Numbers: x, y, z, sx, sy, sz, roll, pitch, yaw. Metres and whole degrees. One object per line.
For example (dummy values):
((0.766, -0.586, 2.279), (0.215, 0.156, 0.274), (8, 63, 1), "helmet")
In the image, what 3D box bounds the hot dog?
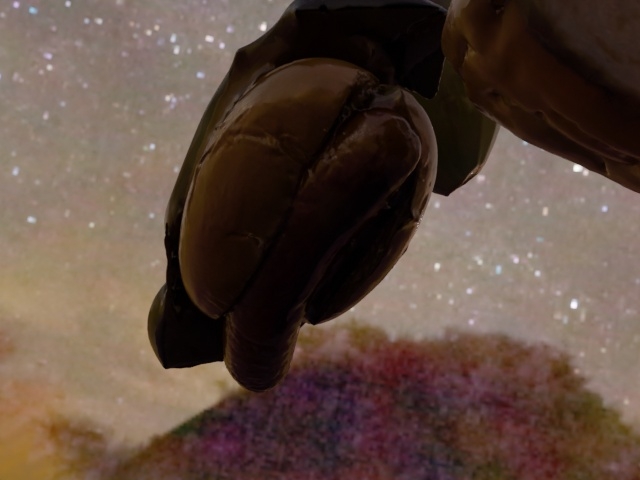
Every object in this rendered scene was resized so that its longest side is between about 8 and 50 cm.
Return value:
((-0.005, -0.002, 0.743), (0.194, 0.107, 0.326), (0, -52, -17), "hot dog")

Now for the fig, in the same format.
((0.112, -0.181, 1.319), (0.239, 0.271, 0.239), (-20, -5, -2), "fig")

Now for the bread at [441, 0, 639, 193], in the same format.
((0.253, -0.158, 0.578), (0.328, 0.337, 0.148), (19, -15, 2), "bread")
